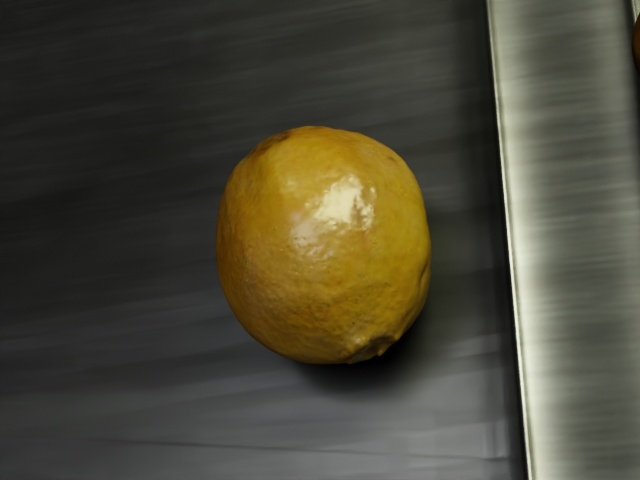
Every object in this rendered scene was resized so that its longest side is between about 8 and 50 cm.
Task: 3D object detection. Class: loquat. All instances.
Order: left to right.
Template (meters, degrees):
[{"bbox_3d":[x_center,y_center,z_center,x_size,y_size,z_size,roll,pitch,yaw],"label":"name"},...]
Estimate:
[{"bbox_3d":[0.000,0.000,1.307,0.187,0.176,0.234,-14,63,-3],"label":"loquat"}]

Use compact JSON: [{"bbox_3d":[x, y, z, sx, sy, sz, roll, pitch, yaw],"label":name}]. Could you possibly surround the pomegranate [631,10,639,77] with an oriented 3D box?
[{"bbox_3d":[0.353,-0.185,1.253,0.180,0.180,0.209,0,37,23],"label":"pomegranate"}]
